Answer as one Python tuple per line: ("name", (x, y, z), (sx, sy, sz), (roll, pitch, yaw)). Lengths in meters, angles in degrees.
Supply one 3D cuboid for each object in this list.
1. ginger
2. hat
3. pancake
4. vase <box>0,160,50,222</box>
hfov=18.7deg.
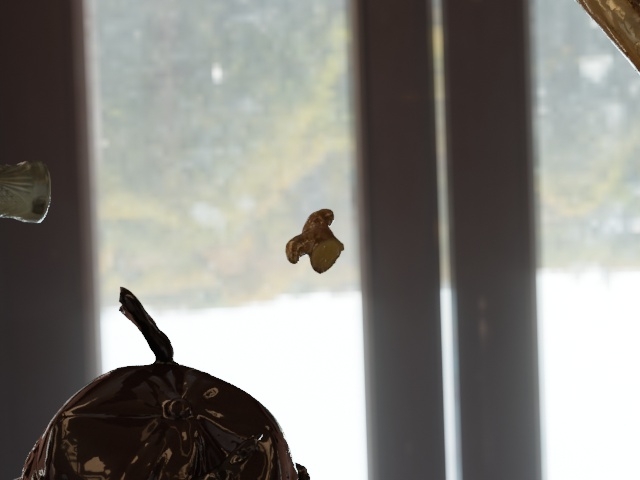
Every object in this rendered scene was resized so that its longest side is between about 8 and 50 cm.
("ginger", (0.001, 0.000, 1.837), (0.030, 0.048, 0.097), (-49, -178, 35))
("hat", (-0.175, 0.180, 1.584), (0.336, 0.209, 0.238), (-8, -144, -6))
("pancake", (0.415, -0.181, 2.223), (0.071, 0.382, 0.382), (-41, 172, 15))
("vase", (-0.431, -0.059, 2.286), (0.219, 0.096, 0.096), (0, -179, -25))
